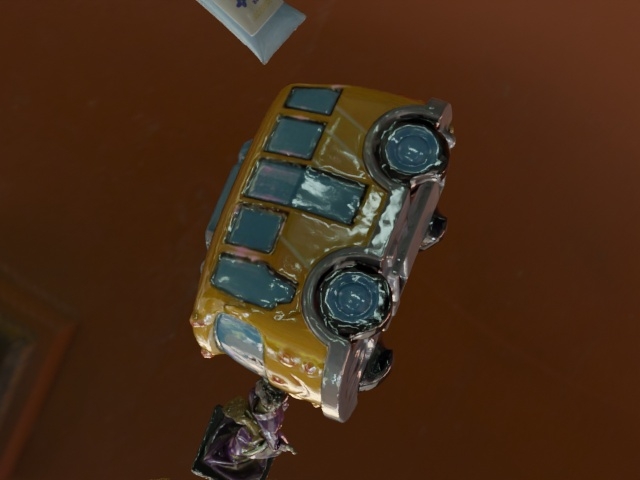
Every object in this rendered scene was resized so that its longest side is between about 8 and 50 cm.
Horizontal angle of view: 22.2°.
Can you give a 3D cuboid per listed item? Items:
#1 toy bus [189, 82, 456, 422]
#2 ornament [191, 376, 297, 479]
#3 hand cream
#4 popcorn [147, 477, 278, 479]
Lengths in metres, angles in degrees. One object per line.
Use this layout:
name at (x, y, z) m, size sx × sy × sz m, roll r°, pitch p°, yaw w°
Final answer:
toy bus at (0.000, 0.000, 1.042) m, size 0.136 × 0.126 × 0.209 m, roll 18°, pitch 69°, yaw 10°
ornament at (-0.057, 0.174, 1.630) m, size 0.088 × 0.081 × 0.203 m, roll 22°, pitch 144°, yaw -5°
hand cream at (-0.095, -0.229, 1.424) m, size 0.171 × 0.065 × 0.043 m, roll 39°, pitch 158°, yaw 1°
popcorn at (-0.014, 0.130, 0.362) m, size 0.194 × 0.140 × 0.163 m, roll 30°, pitch 111°, yaw -8°
